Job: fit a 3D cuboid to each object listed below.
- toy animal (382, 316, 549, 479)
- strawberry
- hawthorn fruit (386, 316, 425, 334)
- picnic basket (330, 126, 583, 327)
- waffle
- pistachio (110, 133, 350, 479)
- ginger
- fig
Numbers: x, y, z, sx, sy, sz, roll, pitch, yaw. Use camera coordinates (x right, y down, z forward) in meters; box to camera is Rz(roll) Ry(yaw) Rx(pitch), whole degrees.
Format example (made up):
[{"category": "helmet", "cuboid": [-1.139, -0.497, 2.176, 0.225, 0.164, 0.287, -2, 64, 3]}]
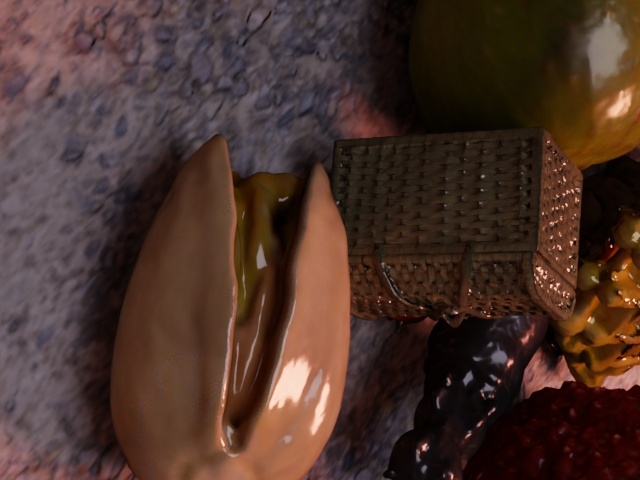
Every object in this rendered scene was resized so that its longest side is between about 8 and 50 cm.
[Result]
[{"category": "toy animal", "cuboid": [0.146, 0.120, 1.264, 0.168, 0.106, 0.343, 100, 13, -58]}, {"category": "strawberry", "cuboid": [0.298, 0.290, 1.318, 0.292, 0.343, 0.292, -3, 95, -38]}, {"category": "hawthorn fruit", "cuboid": [0.085, 0.043, 1.274, 0.077, 0.077, 0.077, -5, 97, -44]}, {"category": "picnic basket", "cuboid": [0.116, -0.002, 1.156, 0.134, 0.196, 0.154, 34, 57, -60]}, {"category": "waffle", "cuboid": [0.395, -0.003, 1.400, 0.382, 0.095, 0.379, -42, 156, -7]}, {"category": "pistachio", "cuboid": [-0.068, 0.073, 1.070, 0.187, 0.187, 0.299, 20, 77, -43]}, {"category": "ginger", "cuboid": [0.317, -0.037, 1.485, 0.204, 0.080, 0.104, -18, 74, -42]}, {"category": "fig", "cuboid": [0.209, -0.218, 1.237, 0.258, 0.258, 0.326, 0, 93, -44]}]
